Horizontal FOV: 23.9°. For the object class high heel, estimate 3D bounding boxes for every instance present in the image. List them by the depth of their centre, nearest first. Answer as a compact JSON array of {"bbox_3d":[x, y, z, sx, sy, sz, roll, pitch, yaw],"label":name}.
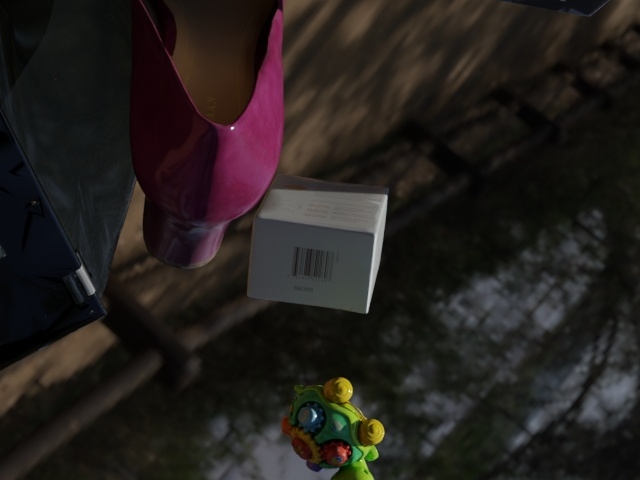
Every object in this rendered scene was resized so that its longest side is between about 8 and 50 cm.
[{"bbox_3d":[-0.067,-0.179,1.001,0.181,0.127,0.377,119,-30,-63],"label":"high heel"}]

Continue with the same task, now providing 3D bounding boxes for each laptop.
[{"bbox_3d":[-0.301,-0.109,1.069,0.408,0.236,0.382,-29,135,-10],"label":"laptop"}]

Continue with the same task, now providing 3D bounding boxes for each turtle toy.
[{"bbox_3d":[0.012,0.191,1.425,0.066,0.130,0.095,-36,179,-28],"label":"turtle toy"}]

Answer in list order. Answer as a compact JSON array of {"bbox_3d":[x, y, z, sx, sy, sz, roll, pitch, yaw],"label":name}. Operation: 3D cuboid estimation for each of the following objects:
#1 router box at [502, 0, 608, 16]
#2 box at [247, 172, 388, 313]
[{"bbox_3d":[0.115,-0.232,1.036,0.179,0.133,0.046,4,156,-27],"label":"router box"},{"bbox_3d":[0.000,0.000,1.624,0.170,0.130,0.091,-67,164,-70],"label":"box"}]
